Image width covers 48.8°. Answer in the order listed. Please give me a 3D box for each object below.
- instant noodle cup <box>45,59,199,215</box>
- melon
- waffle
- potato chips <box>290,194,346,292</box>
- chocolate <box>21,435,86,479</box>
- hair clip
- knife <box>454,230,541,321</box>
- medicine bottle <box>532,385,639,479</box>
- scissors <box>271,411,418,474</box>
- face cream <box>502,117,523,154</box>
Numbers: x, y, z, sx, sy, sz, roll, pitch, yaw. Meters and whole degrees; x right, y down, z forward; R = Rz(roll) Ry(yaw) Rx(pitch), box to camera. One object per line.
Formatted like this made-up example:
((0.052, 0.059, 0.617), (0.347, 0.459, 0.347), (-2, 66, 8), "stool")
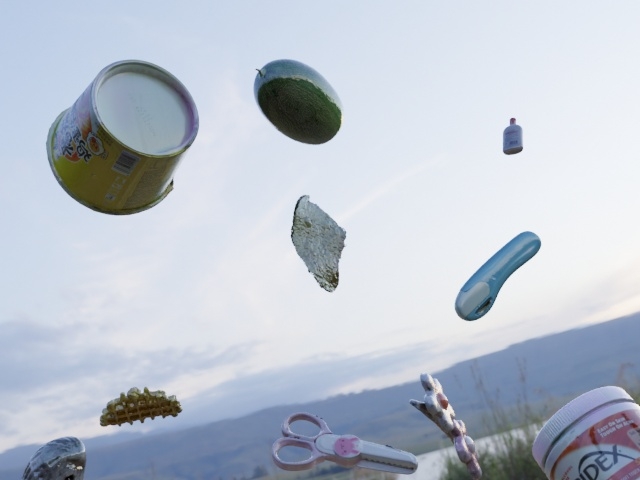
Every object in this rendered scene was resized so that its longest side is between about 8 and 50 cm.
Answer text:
((-0.364, -0.203, 1.334), (0.264, 0.265, 0.200), (-3, -21, -36), "instant noodle cup")
((-0.060, -0.355, 1.790), (0.182, 0.182, 0.287), (-26, -44, 30), "melon")
((-0.455, 0.436, 1.807), (0.192, 0.046, 0.161), (21, -58, -33), "waffle")
((0.000, 0.000, 1.364), (0.142, 0.209, 0.026), (-13, -20, -42), "potato chips")
((-0.502, 0.467, 1.260), (0.110, 0.248, 0.110), (24, -19, 9), "chocolate")
((0.285, 0.415, 1.586), (0.075, 0.257, 0.146), (-38, -1, 8), "hair clip")
((0.313, 0.060, 1.244), (0.222, 0.064, 0.031), (-41, -9, -20), "knife")
((0.616, 0.477, 1.475), (0.252, 0.241, 0.253), (-14, -49, -17), "medicine bottle")
((0.042, 0.351, 1.174), (0.242, 0.118, 0.031), (9, -57, 15), "scissors")
((0.369, -0.201, 1.353), (0.040, 0.083, 0.021), (-9, -37, 28), "face cream")
